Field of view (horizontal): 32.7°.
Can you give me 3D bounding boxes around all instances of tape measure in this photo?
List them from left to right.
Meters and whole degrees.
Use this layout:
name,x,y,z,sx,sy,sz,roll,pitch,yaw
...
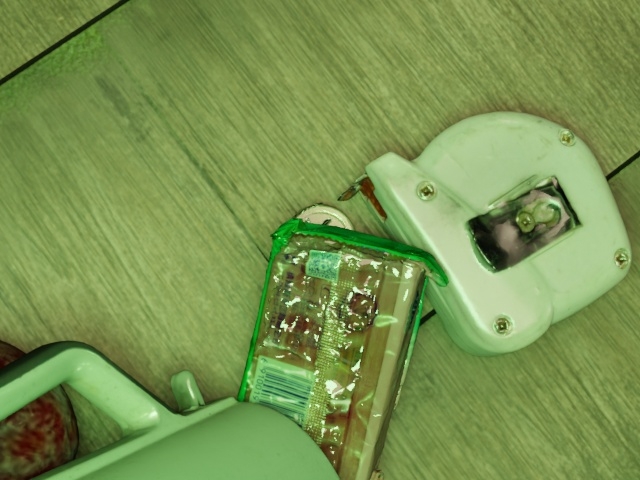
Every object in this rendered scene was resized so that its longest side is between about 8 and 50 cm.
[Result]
name,x,y,z,sx,sy,sz,roll,pitch,yaw
tape measure,0.197,-0.017,1.218,0.265,0.130,0.258,-31,83,-9

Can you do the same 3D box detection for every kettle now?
name,x,y,z,sx,sy,sz,roll,pitch,yaw
kettle,-0.190,0.264,0.983,0.377,0.250,0.361,-14,86,-51

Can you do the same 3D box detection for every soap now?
name,x,y,z,sx,sy,sz,roll,pitch,yaw
soap,0.003,0.125,1.148,0.218,0.098,0.273,14,99,9

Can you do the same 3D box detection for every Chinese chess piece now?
name,x,y,z,sx,sy,sz,roll,pitch,yaw
Chinese chess piece,0.000,0.000,1.244,0.084,0.034,0.084,1,83,-5

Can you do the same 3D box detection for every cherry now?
name,x,y,z,sx,sy,sz,roll,pitch,yaw
cherry,-0.378,0.198,1.098,0.300,0.203,0.230,37,84,1
